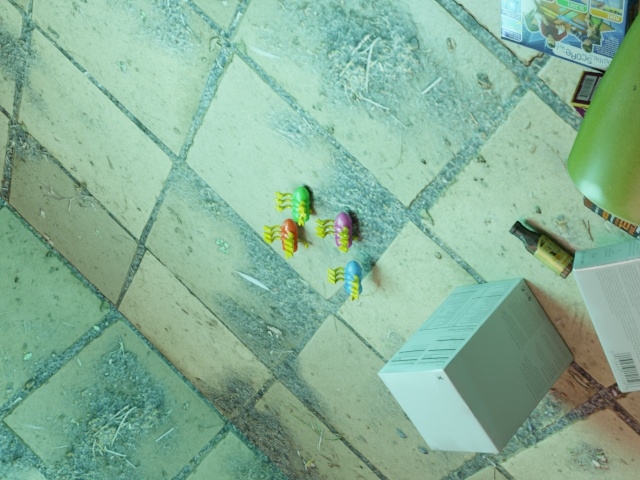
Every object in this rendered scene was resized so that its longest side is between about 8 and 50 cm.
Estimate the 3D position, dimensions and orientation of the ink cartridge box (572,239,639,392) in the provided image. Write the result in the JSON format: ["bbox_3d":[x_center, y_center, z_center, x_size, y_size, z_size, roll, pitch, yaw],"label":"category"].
[{"bbox_3d":[0.567,0.117,1.829,0.238,0.060,0.275,-12,120,27],"label":"ink cartridge box"}]

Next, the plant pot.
[{"bbox_3d":[0.472,-0.198,1.403,0.274,0.274,0.294,27,129,30],"label":"plant pot"}]

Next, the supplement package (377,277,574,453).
[{"bbox_3d":[0.292,0.234,2.104,0.199,0.262,0.198,55,149,-15],"label":"supplement package"}]

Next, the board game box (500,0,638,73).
[{"bbox_3d":[0.348,-0.320,1.594,0.201,0.035,0.136,27,145,30],"label":"board game box"}]

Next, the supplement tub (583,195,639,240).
[{"bbox_3d":[0.498,-0.046,1.668,0.198,0.106,0.106,34,148,19],"label":"supplement tub"}]

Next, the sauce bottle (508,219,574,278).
[{"bbox_3d":[0.383,0.014,1.945,0.128,0.042,0.042,38,149,10],"label":"sauce bottle"}]

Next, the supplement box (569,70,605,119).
[{"bbox_3d":[0.401,-0.200,1.619,0.043,0.055,0.083,16,170,40],"label":"supplement box"}]

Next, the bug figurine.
[{"bbox_3d":[0.000,0.000,2.377,0.279,0.072,0.216,33,142,30],"label":"bug figurine"}]
